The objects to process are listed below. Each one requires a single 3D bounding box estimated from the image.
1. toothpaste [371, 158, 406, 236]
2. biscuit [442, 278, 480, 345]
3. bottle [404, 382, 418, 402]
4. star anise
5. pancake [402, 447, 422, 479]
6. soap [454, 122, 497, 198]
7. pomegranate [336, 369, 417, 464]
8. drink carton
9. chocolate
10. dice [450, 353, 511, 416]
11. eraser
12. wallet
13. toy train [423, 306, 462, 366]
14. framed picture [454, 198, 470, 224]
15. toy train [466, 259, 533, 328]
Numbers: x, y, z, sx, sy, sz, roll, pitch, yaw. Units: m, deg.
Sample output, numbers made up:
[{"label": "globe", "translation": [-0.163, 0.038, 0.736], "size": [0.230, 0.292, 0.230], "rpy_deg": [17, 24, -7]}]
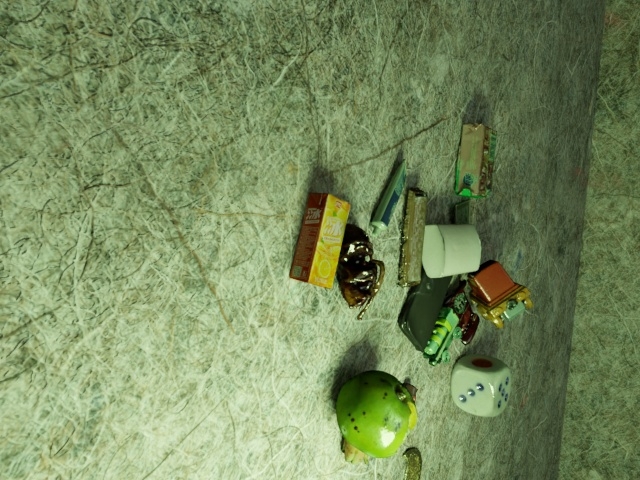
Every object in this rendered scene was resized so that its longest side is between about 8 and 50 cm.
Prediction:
[{"label": "toothpaste", "translation": [0.209, -0.122, 1.447], "size": [0.069, 0.047, 0.269], "rpy_deg": [41, 61, -30]}, {"label": "biscuit", "translation": [0.547, 0.273, 1.881], "size": [0.151, 0.063, 0.236], "rpy_deg": [-48, 122, -34]}, {"label": "bottle", "translation": [0.283, 0.567, 1.635], "size": [0.060, 0.060, 0.164], "rpy_deg": [35, 70, -46]}, {"label": "star anise", "translation": [0.104, 0.068, 1.282], "size": [0.125, 0.190, 0.220], "rpy_deg": [-11, 129, -6]}, {"label": "pancake", "translation": [0.318, 0.849, 1.749], "size": [0.184, 0.020, 0.191], "rpy_deg": [49, 59, -42]}, {"label": "soap", "translation": [0.589, -0.297, 1.811], "size": [0.217, 0.097, 0.274], "rpy_deg": [0, 96, -49]}, {"label": "pomegranate", "translation": [0.136, 0.509, 1.363], "size": [0.235, 0.236, 0.302], "rpy_deg": [-11, 138, -48]}, {"label": "drink carton", "translation": [0.000, 0.000, 1.202], "size": [0.096, 0.070, 0.223], "rpy_deg": [21, 80, -47]}, {"label": "chocolate", "translation": [0.300, -0.004, 1.554], "size": [0.102, 0.065, 0.330], "rpy_deg": [-8, 104, -49]}, {"label": "dice", "translation": [0.646, 0.579, 1.950], "size": [0.194, 0.193, 0.192], "rpy_deg": [-15, 108, -48]}, {"label": "eraser", "translation": [0.451, 0.030, 1.659], "size": [0.270, 0.094, 0.174], "rpy_deg": [-3, 89, -46]}, {"label": "wallet", "translation": [0.380, 0.184, 1.686], "size": [0.197, 0.051, 0.378], "rpy_deg": [51, 56, -39]}, {"label": "toy train", "translation": [0.436, 0.353, 1.764], "size": [0.132, 0.083, 0.200], "rpy_deg": [52, 58, -27]}, {"label": "framed picture", "translation": [0.544, -0.036, 1.856], "size": [0.173, 0.010, 0.232], "rpy_deg": [-22, 113, -53]}, {"label": "toy train", "translation": [0.655, 0.187, 1.826], "size": [0.232, 0.163, 0.369], "rpy_deg": [57, 5, 0]}]
